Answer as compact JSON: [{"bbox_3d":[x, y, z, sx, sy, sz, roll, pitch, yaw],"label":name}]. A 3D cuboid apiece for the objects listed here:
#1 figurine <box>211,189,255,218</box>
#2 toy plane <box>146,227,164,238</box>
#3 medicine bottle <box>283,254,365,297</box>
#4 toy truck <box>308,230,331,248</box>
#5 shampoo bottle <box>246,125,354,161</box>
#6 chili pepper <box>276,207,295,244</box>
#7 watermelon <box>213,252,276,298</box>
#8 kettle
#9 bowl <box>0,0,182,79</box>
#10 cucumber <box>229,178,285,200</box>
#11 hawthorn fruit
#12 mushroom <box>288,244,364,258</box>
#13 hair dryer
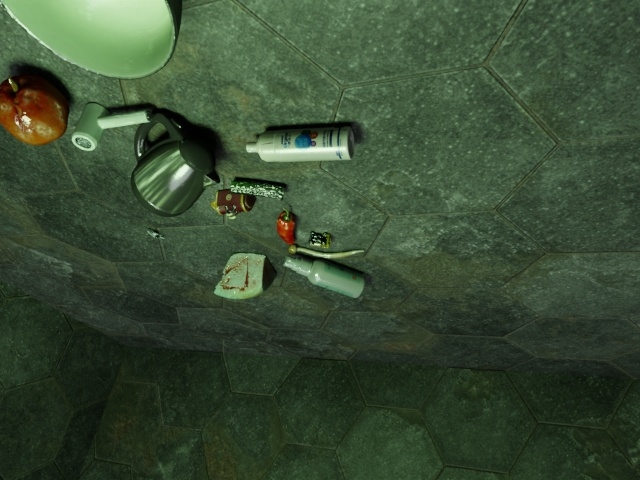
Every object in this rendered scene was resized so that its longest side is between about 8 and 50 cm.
[{"bbox_3d":[-0.313,-0.119,1.639,0.155,0.098,0.082,-6,150,23],"label":"figurine"},{"bbox_3d":[-0.706,-0.026,1.998,0.083,0.031,0.079,28,159,-33],"label":"toy plane"},{"bbox_3d":[0.012,0.139,1.967,0.352,0.110,0.110,21,149,-17],"label":"medicine bottle"},{"bbox_3d":[0.000,0.000,1.791,0.084,0.049,0.054,5,151,11],"label":"toy truck"},{"bbox_3d":[-0.062,-0.266,1.306,0.304,0.092,0.092,2,149,16],"label":"shampoo bottle"},{"bbox_3d":[-0.127,-0.045,1.747,0.071,0.063,0.272,20,154,9],"label":"chili pepper"},{"bbox_3d":[-0.328,0.144,2.092,0.213,0.201,0.262,1,-168,14],"label":"watermelon"},{"bbox_3d":[-0.425,-0.234,1.420,0.271,0.250,0.207,-28,163,39],"label":"kettle"},{"bbox_3d":[-0.423,-0.509,0.902,0.354,0.185,0.353,8,150,5],"label":"bowl"},{"bbox_3d":[-0.208,-0.170,1.557,0.187,0.058,0.058,7,150,5],"label":"cucumber"},{"bbox_3d":[-0.789,-0.367,1.276,0.179,0.179,0.200,11,156,0],"label":"hawthorn fruit"},{"bbox_3d":[0.022,0.048,1.884,0.307,0.043,0.068,4,175,8],"label":"mushroom"},{"bbox_3d":[-0.581,-0.331,1.335,0.237,0.131,0.073,-3,147,12],"label":"hair dryer"}]
